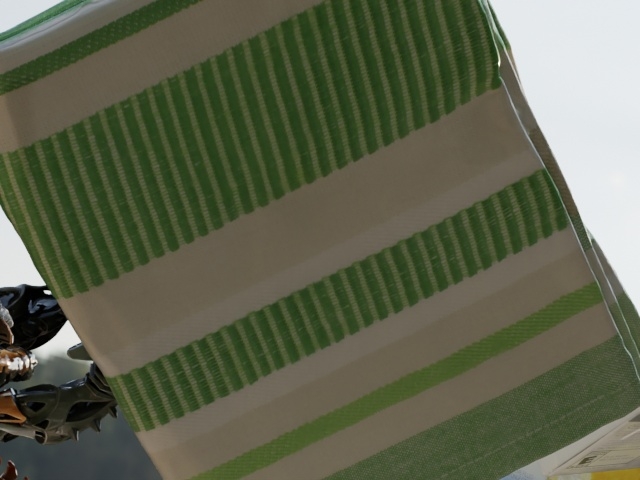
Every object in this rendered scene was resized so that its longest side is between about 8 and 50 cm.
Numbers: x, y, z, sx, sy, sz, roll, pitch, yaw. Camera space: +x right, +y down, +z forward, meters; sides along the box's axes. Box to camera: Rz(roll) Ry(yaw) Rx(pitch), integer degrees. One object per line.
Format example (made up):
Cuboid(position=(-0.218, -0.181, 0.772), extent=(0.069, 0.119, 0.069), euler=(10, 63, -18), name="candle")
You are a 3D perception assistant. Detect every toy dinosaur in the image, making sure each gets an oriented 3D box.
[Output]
Cuboid(position=(-0.214, 0.072, 1.176), extent=(0.218, 0.164, 0.322), euler=(-23, -27, -5), name="toy dinosaur")

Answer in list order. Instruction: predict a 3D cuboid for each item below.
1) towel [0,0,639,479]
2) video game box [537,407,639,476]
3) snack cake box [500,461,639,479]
Cuboid(position=(0.000, 0.000, 0.912), extent=(0.325, 0.248, 0.038), euler=(62, 4, -28), name="towel")
Cuboid(position=(0.256, 0.081, 1.168), extent=(0.205, 0.048, 0.187), euler=(1, -28, -38), name="video game box")
Cuboid(position=(0.218, 0.172, 1.475), extent=(0.152, 0.089, 0.264), euler=(11, 5, -44), name="snack cake box")
